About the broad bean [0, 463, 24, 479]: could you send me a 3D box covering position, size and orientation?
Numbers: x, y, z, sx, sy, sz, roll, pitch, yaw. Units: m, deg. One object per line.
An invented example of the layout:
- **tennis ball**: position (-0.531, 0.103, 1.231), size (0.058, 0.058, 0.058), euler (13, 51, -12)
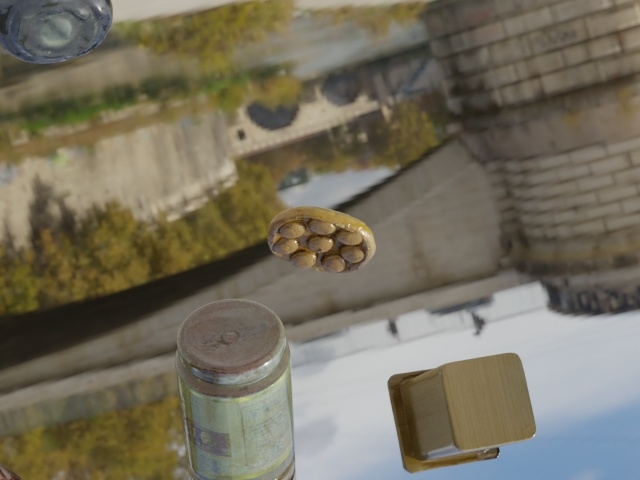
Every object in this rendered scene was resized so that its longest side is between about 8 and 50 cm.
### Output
- **broad bean**: position (-0.263, 0.215, 0.998), size (0.114, 0.165, 0.084), euler (8, -125, 34)

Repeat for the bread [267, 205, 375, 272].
- **bread**: position (0.000, 0.000, 1.224), size (0.110, 0.024, 0.110), euler (8, 149, 5)

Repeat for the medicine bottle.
- **medicine bottle**: position (-0.111, 0.240, 1.732), size (0.151, 0.322, 0.151), euler (-1, -140, 1)

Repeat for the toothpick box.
- **toothpick box**: position (0.253, 0.297, 2.254), size (0.190, 0.187, 0.308), euler (-7, 169, -12)

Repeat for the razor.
- **razor**: position (-0.296, -0.308, 1.071), size (0.113, 0.349, 0.204), euler (-35, 151, 1)
